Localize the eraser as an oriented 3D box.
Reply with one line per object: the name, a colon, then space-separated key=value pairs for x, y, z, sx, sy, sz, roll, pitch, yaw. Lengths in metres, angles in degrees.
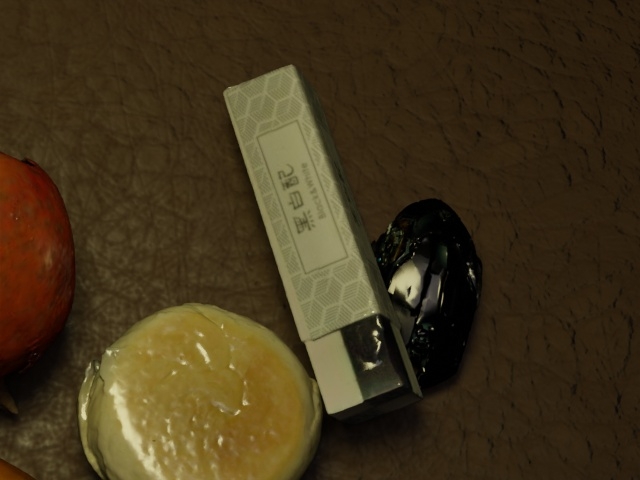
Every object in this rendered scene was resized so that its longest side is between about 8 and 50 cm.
eraser: x=0.000 y=0.000 z=1.532 sx=0.096 sy=0.098 sz=0.403 roll=-24 pitch=68 yaw=10

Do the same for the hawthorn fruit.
hawthorn fruit: x=-0.370 y=0.048 z=1.405 sx=0.276 sy=0.276 sz=0.307 roll=-25 pitch=106 yaw=-19

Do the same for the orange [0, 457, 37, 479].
orange: x=-0.358 y=0.341 z=1.260 sx=0.312 sy=0.312 sz=0.312 roll=4 pitch=69 yaw=-10

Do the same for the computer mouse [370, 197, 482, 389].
computer mouse: x=0.121 y=0.055 z=1.584 sx=0.147 sy=0.077 sz=0.241 roll=12 pitch=69 yaw=-5

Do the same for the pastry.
pastry: x=-0.126 y=0.186 z=1.452 sx=0.265 sy=0.133 sz=0.264 roll=4 pitch=68 yaw=-11
